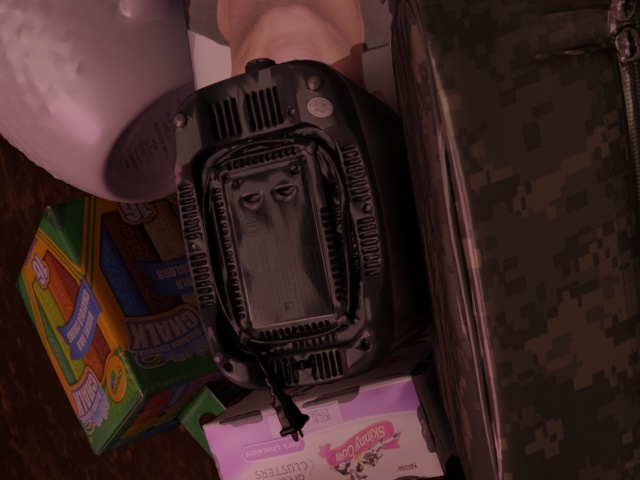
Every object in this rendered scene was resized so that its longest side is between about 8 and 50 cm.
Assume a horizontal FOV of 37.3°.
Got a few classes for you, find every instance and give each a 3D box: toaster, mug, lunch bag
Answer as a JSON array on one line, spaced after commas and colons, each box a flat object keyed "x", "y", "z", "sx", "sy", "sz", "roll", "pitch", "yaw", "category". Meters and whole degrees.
[{"x": 0.000, "y": 0.000, "z": 0.607, "sx": 0.129, "sy": 0.146, "sz": 0.226, "roll": -13, "pitch": 87, "yaw": 23, "category": "toaster"}, {"x": -0.206, "y": -0.232, "z": 0.834, "sx": 0.328, "sy": 0.276, "sz": 0.374, "roll": 52, "pitch": 154, "yaw": 19, "category": "mug"}, {"x": 0.182, "y": -0.018, "z": 0.497, "sx": 0.212, "sy": 0.256, "sz": 0.305, "roll": -89, "pitch": -10, "yaw": -80, "category": "lunch bag"}]

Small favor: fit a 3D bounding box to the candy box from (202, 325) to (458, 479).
[{"x": 0.035, "y": 0.122, "z": 0.709, "sx": 0.165, "sy": 0.196, "sz": 0.070, "roll": -17, "pitch": 92, "yaw": 24, "category": "candy box"}]

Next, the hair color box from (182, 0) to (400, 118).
[{"x": -0.002, "y": -0.146, "z": 0.722, "sx": 0.174, "sy": 0.105, "sz": 0.347, "roll": -2, "pitch": 103, "yaw": 24, "category": "hair color box"}]

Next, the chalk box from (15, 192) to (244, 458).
[{"x": -0.175, "y": 0.105, "z": 1.016, "sx": 0.288, "sy": 0.179, "sz": 0.180, "roll": 59, "pitch": 140, "yaw": 18, "category": "chalk box"}]

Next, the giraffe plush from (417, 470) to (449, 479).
[{"x": 0.070, "y": 0.272, "z": 0.810, "sx": 0.170, "sy": 0.181, "sz": 0.210, "roll": 45, "pitch": 127, "yaw": 1, "category": "giraffe plush"}]
